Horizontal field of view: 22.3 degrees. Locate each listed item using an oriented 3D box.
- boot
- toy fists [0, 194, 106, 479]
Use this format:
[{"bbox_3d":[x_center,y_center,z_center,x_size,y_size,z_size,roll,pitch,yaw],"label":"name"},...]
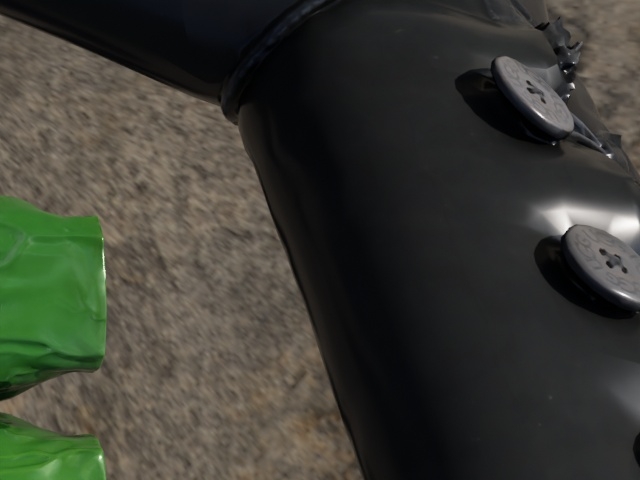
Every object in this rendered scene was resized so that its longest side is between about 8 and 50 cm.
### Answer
[{"bbox_3d":[0.002,0.000,0.583,0.367,0.445,0.146,4,143,-32],"label":"boot"},{"bbox_3d":[-0.220,0.109,1.071,0.142,0.096,0.279,1,87,-21],"label":"toy fists"}]
